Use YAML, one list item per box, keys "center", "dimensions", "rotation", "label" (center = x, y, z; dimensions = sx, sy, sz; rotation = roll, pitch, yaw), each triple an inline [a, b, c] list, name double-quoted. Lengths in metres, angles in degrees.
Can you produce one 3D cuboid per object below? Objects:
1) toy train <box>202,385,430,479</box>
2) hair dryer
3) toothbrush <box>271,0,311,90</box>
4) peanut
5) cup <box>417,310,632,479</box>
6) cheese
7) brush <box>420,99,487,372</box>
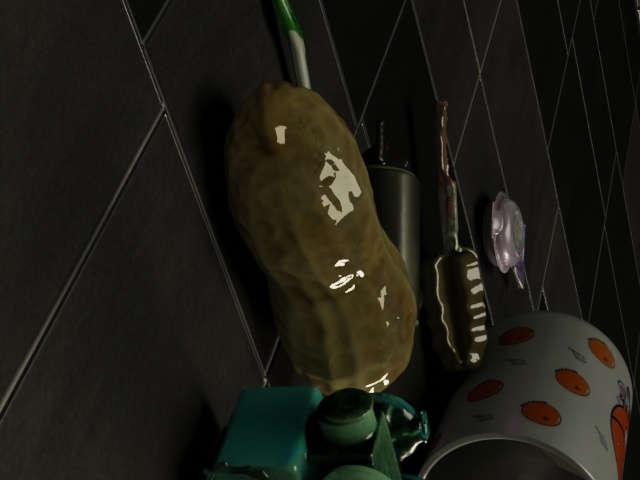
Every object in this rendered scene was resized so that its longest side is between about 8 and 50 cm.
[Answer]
- center: [0.003, 0.202, 1.193]
  dimensions: [0.112, 0.163, 0.203]
  rotation: [-69, 151, -52]
  label: "toy train"
- center: [0.073, 0.012, 1.583]
  dimensions: [0.248, 0.078, 0.196]
  rotation: [62, 30, -68]
  label: "hair dryer"
- center: [-0.033, -0.192, 1.361]
  dimensions: [0.030, 0.030, 0.304]
  rotation: [-64, 148, -54]
  label: "toothbrush"
- center: [0.000, 0.000, 1.287]
  dimensions: [0.136, 0.120, 0.298]
  rotation: [-106, 177, -53]
  label: "peanut"
- center: [0.237, 0.221, 1.779]
  dimensions: [0.317, 0.212, 0.212]
  rotation: [-60, 142, -59]
  label: "cup"
- center: [0.245, -0.004, 2.075]
  dimensions: [0.191, 0.042, 0.105]
  rotation: [38, 53, -67]
  label: "cheese"
- center: [0.142, -0.006, 1.758]
  dimensions: [0.084, 0.071, 0.301]
  rotation: [-51, 135, -78]
  label: "brush"
